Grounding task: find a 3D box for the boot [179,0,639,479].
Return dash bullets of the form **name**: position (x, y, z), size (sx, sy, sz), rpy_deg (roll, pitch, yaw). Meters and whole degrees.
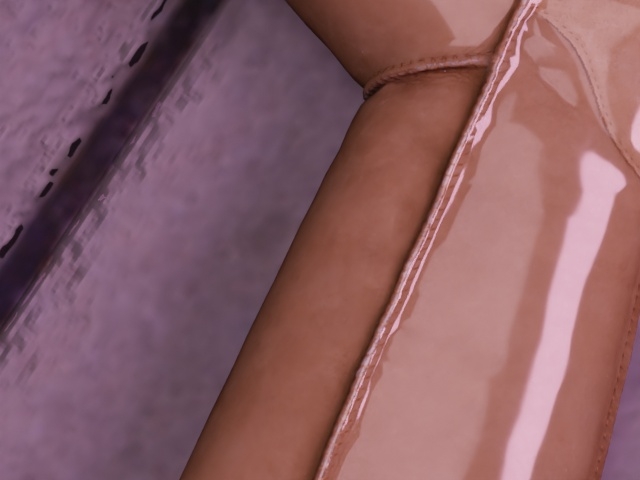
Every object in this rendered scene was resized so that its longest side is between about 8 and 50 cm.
- **boot**: position (0.000, 0.000, 0.576), size (0.236, 0.089, 0.269), rpy_deg (21, 87, 22)
